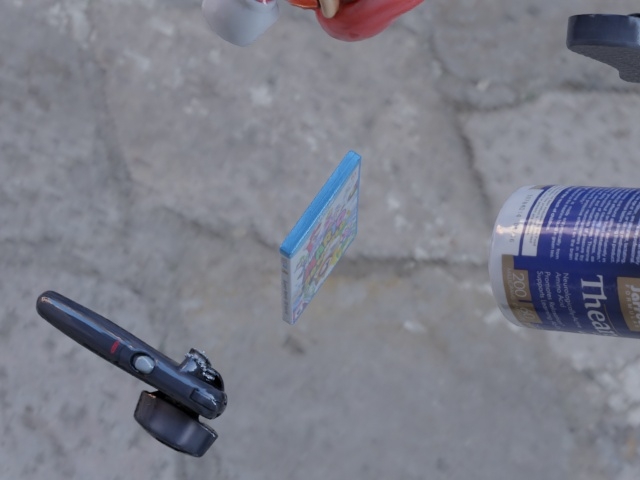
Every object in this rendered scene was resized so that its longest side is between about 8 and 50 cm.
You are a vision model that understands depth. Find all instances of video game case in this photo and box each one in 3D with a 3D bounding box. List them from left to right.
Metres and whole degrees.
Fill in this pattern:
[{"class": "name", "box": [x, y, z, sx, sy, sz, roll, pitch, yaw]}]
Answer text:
[{"class": "video game case", "box": [0.000, 0.000, 1.563, 0.015, 0.166, 0.119, 31, 69, 13]}]

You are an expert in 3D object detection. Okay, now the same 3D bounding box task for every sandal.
[{"class": "sandal", "box": [0.281, -0.166, 1.384, 0.097, 0.054, 0.254, 5, -1, 26]}]

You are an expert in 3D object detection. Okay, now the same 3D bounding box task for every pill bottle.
[{"class": "pill bottle", "box": [0.140, 0.010, 0.732, 0.120, 0.067, 0.067, 4, 29, 37]}]

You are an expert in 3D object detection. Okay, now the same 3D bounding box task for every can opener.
[{"class": "can opener", "box": [-0.146, 0.089, 1.274, 0.186, 0.059, 0.073, 34, 78, 22]}]

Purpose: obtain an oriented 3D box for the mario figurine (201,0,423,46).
[{"class": "mario figurine", "box": [-0.025, -0.276, 1.267, 0.198, 0.320, 0.170, -20, 52, 7]}]
